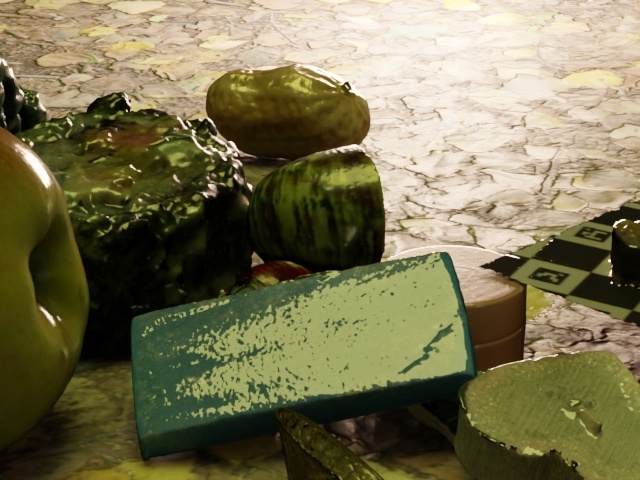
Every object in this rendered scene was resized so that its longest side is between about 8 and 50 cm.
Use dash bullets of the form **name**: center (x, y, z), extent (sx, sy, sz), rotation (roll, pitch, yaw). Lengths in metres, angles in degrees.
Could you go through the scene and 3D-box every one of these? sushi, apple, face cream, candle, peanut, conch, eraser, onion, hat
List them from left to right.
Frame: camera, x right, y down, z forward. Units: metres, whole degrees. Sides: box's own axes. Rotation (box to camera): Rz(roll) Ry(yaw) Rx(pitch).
- **apple**: center (-0.361, 0.034, 1.438), extent (0.305, 0.338, 0.338), rotation (5, 23, 19)
- **sushi**: center (-0.222, -0.016, 1.757), extent (0.294, 0.178, 0.352), rotation (13, 27, 25)
- **onion**: center (-0.040, 0.078, 1.608), extent (0.118, 0.117, 0.118), rotation (22, 25, -11)
- **peanut**: center (-0.046, -0.171, 2.188), extent (0.224, 0.129, 0.129), rotation (0, 23, 8)
- **eraser**: center (-0.019, 0.102, 1.489), extent (0.311, 0.043, 0.144), rotation (-12, 51, 5)
- **conch**: center (-0.003, 0.002, 1.676), extent (0.124, 0.181, 0.187), rotation (-22, 19, -19)
- **hat**: center (0.001, 0.210, 1.368), extent (0.146, 0.067, 0.146), rotation (37, 4, -3)
- **face cream**: center (0.127, 0.080, 1.608), extent (0.149, 0.104, 0.149), rotation (0, 23, 0)
- **candle**: center (0.216, 0.160, 1.397), extent (0.192, 0.068, 0.168), rotation (24, 41, 16)
- **sushi**: center (0.385, -0.002, 1.591), extent (0.320, 0.069, 0.339), rotation (23, 30, 40)

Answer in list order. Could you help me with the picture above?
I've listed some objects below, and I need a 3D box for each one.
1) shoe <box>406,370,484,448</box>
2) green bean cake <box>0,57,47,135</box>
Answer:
- **shoe**: center (0.134, 0.149, 1.488), extent (0.064, 0.071, 0.143), rotation (-16, 34, -33)
- **green bean cake**: center (-0.438, -0.141, 1.892), extent (0.169, 0.308, 0.300), rotation (7, 25, 13)
